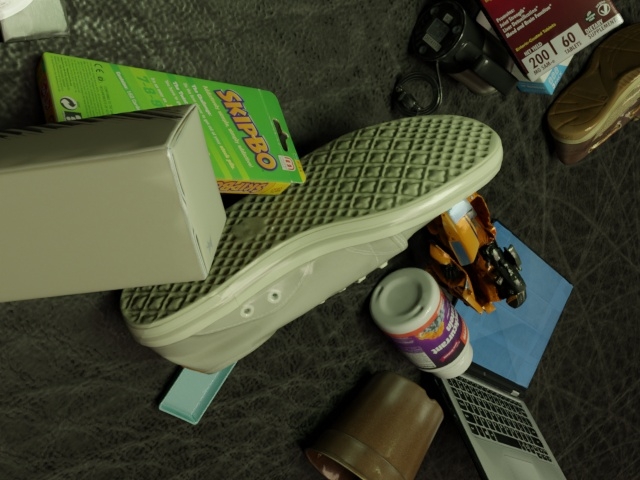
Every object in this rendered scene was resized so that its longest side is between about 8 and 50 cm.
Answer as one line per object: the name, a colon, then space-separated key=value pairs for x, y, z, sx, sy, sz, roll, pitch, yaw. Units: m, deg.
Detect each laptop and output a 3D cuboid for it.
laptop: x=0.391 y=0.242 z=1.178 sx=0.236 sy=0.407 sz=0.382 roll=-40 pitch=138 yaw=21

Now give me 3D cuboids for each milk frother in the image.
milk frother: x=0.182 y=-0.228 z=0.912 sx=0.135 sy=0.129 sz=0.143 roll=17 pitch=137 yaw=-44

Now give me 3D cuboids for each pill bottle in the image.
pill bottle: x=0.163 y=0.135 z=1.010 sx=0.108 sy=0.108 sz=0.193 roll=-53 pitch=133 yaw=-13

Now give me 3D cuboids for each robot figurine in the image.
robot figurine: x=0.174 y=-0.012 z=0.912 sx=0.085 sy=0.211 sz=0.291 roll=-40 pitch=123 yaw=-7

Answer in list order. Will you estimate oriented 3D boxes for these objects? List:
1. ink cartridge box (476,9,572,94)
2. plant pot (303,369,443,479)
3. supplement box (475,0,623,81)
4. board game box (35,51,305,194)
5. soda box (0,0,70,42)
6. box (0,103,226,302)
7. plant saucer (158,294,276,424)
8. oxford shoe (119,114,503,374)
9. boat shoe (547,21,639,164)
ink cartridge box: x=0.320 y=-0.319 z=1.011 sx=0.181 sy=0.062 sz=0.104 roll=35 pitch=81 yaw=-43
plant pot: x=0.090 y=0.295 z=0.980 sx=0.165 sy=0.167 sz=0.167 roll=-50 pitch=132 yaw=-26
supplement box: x=0.255 y=-0.337 z=0.829 sx=0.130 sy=0.073 sz=0.239 roll=-33 pitch=100 yaw=18
board game box: x=-0.135 y=-0.108 z=0.653 sx=0.260 sy=0.039 sz=0.124 roll=-2 pitch=64 yaw=-39
soda box: x=-0.253 y=-0.249 z=0.529 sx=0.060 sy=0.053 sz=0.168 roll=-21 pitch=118 yaw=-35
box: x=-0.221 y=-0.023 z=0.505 sx=0.275 sy=0.094 sz=0.113 roll=-6 pitch=121 yaw=6
plant saucer: x=-0.126 y=0.131 z=0.813 sx=0.067 sy=0.018 sz=0.192 roll=42 pitch=78 yaw=-43
oxford shoe: x=0.000 y=0.000 z=0.736 sx=0.449 sy=0.169 sz=0.130 roll=-31 pitch=131 yaw=-5
boat shoe: x=0.541 y=-0.269 z=1.198 sx=0.342 sy=0.123 sz=0.123 roll=-46 pitch=139 yaw=-15
